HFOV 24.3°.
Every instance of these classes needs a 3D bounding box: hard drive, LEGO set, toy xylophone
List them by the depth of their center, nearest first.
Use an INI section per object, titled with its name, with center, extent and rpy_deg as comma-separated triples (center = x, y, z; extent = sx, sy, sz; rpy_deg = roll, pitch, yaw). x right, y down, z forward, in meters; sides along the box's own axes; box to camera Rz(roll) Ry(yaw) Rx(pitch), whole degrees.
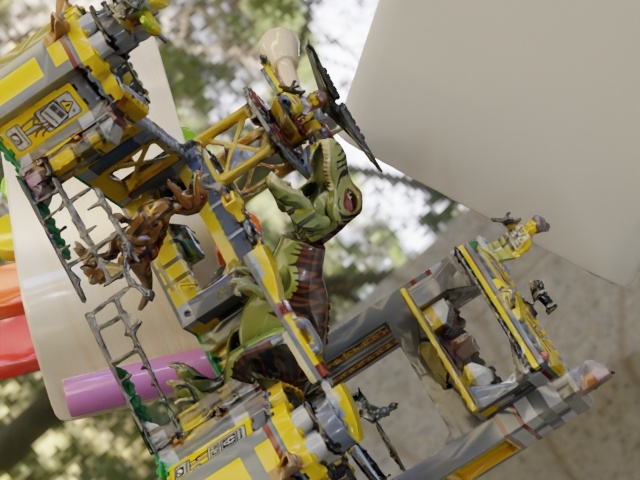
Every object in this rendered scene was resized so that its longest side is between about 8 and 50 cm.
[LEGO set]
center = 0.000, 0.000, 0.721
extent = 0.331, 0.192, 0.255
rpy_deg = 61, 9, 31
[hard drive]
center = 0.140, -0.137, 0.810
extent = 0.203, 0.040, 0.307
rpy_deg = 29, -49, 11
[toy xylophone]
center = -0.110, -0.034, 0.959
extent = 0.323, 0.236, 0.081
rpy_deg = -98, 180, -48
